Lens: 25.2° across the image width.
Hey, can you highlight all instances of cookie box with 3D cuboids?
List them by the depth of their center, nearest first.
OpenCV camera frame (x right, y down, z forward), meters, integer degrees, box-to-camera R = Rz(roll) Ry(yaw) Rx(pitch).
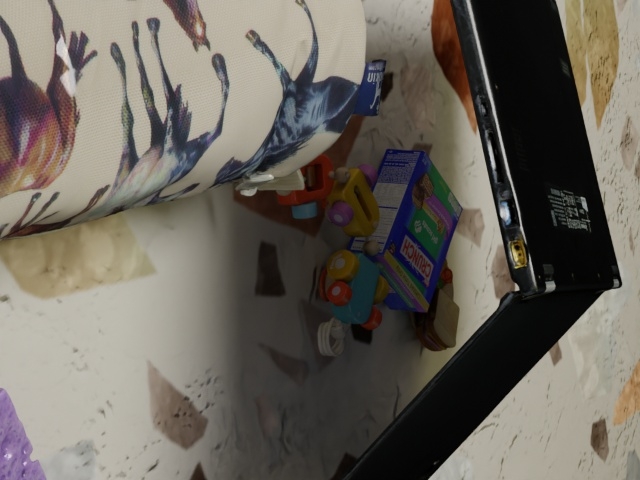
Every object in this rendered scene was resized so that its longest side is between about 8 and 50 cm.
[{"bbox_3d":[0.072,-0.008,1.205,0.092,0.040,0.107,51,52,-46],"label":"cookie box"}]

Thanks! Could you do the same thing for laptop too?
[{"bbox_3d":[0.075,0.006,1.064,0.382,0.236,0.407,4,73,-71],"label":"laptop"}]

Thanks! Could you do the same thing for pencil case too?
[{"bbox_3d":[-0.129,-0.078,0.790,0.410,0.160,0.183,-24,101,-54],"label":"pencil case"}]

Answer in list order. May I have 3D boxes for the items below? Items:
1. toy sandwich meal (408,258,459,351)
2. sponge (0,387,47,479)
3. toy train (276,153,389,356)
[{"bbox_3d":[0.105,0.055,1.269,0.086,0.029,0.085,-7,98,-56],"label":"toy sandwich meal"},{"bbox_3d":[-0.192,0.199,0.833,0.117,0.031,0.210,-48,131,-44],"label":"sponge"},{"bbox_3d":[0.000,0.000,1.097,0.125,0.046,0.166,-24,109,-52],"label":"toy train"}]
